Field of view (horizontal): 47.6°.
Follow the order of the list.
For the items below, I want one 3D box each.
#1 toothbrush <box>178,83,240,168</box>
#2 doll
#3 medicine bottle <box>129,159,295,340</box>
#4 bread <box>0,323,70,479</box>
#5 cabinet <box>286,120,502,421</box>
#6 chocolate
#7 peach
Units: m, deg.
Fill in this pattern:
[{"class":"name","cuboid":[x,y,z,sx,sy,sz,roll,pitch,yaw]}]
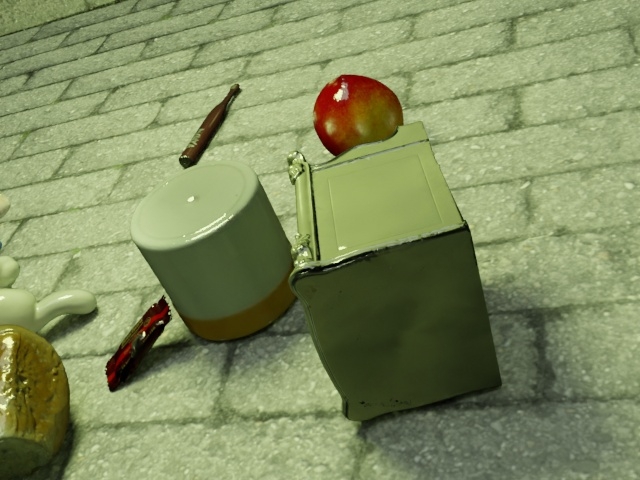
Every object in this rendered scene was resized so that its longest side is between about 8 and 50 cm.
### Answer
[{"class":"toothbrush","cuboid":[-0.281,-0.308,1.881,0.041,0.040,0.364,-4,41,24]},{"class":"doll","cuboid":[-0.682,0.085,1.395,0.376,0.365,0.187,-30,3,-32]},{"class":"medicine bottle","cuboid":[-0.177,0.015,1.269,0.238,0.231,0.237,-14,37,11]},{"class":"bread","cuboid":[-0.512,0.284,1.170,0.196,0.176,0.246,-26,50,14]},{"class":"cabinet","cuboid":[0.093,0.033,1.059,0.228,0.289,0.318,-16,35,6]},{"class":"chocolate","cuboid":[-0.320,0.176,1.267,0.182,0.028,0.086,-51,35,13]},{"class":"peach","cuboid":[0.071,-0.255,1.502,0.198,0.197,0.197,-15,38,12]}]
